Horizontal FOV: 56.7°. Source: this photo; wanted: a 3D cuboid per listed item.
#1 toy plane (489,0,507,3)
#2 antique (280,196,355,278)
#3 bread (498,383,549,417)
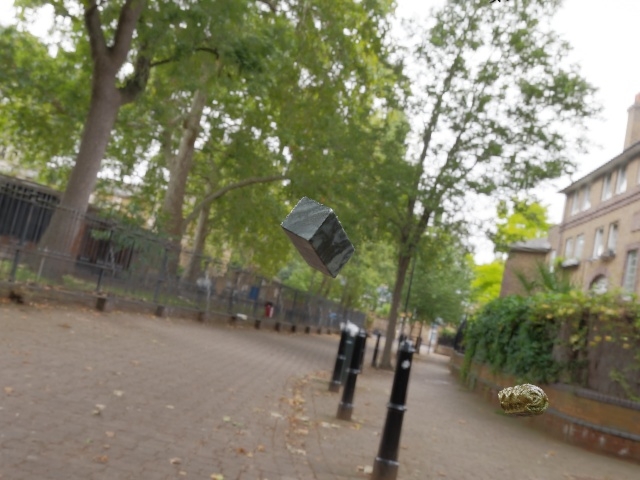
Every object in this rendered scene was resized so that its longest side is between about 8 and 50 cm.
[{"bbox_3d":[0.343,-0.495,1.064,0.053,0.078,0.197,-17,-12,-28],"label":"toy plane"},{"bbox_3d":[0.000,0.000,1.295,0.086,0.088,0.183,27,-19,34],"label":"antique"},{"bbox_3d":[0.398,0.312,1.153,0.066,0.060,0.110,46,-21,6],"label":"bread"}]
